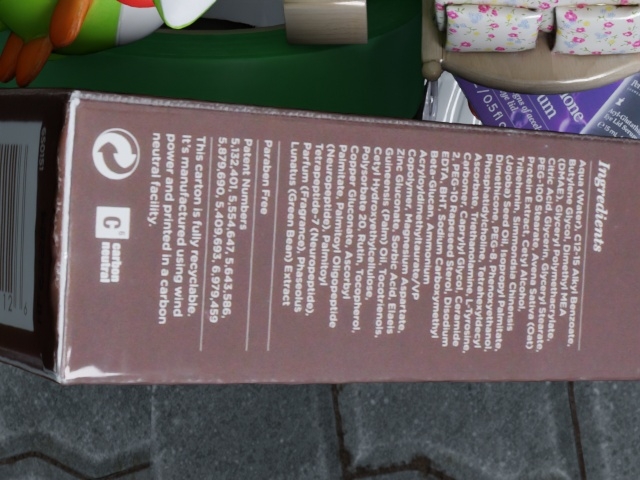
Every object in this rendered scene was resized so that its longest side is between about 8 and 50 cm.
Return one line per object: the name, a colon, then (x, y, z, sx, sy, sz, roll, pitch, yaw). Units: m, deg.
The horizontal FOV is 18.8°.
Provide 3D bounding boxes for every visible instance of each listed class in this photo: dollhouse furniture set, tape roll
dollhouse furniture set: (0.146, -0.129, 0.935, 0.356, 0.173, 0.303, 0, 154, 4)
tape roll: (-0.090, -0.140, 1.236, 0.321, 0.077, 0.321, 4, -154, -2)

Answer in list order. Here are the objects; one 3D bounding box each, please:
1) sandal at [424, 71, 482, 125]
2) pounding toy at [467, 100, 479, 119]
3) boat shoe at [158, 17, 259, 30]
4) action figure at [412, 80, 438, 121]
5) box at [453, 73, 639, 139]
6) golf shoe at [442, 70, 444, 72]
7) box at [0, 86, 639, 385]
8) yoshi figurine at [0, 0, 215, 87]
sandal: (0.231, -0.134, 1.781, 0.416, 0.169, 0.102, 5, -171, 11)
pounding toy: (0.197, -0.153, 1.568, 0.237, 0.110, 0.183, -5, -179, -44)
boat shoe: (-0.056, -0.119, 1.467, 0.324, 0.096, 0.116, 31, 164, -5)
action figure: (-0.029, -0.069, 1.373, 0.285, 0.185, 0.099, 12, -179, -27)
box: (0.212, -0.121, 1.329, 0.207, 0.153, 0.108, -36, 163, 16)
golf shoe: (0.032, -0.181, 1.447, 0.140, 0.115, 0.306, 6, 174, -14)
box: (0.000, 0.000, 1.020, 0.381, 0.143, 0.191, 1, -177, -31)
yoshi figurine: (-0.082, -0.212, 0.947, 0.203, 0.203, 0.362, -37, -174, -34)
